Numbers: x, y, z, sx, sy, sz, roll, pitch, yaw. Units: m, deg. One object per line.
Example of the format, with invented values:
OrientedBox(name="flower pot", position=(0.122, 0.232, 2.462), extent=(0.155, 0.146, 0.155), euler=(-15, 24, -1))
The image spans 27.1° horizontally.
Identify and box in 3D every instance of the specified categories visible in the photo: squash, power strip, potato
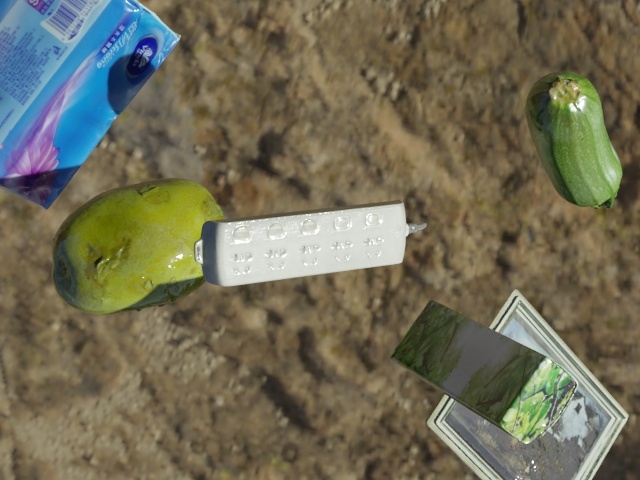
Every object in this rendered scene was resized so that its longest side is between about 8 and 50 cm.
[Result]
OrientedBox(name="squash", position=(0.239, -0.092, 1.255), extent=(0.077, 0.068, 0.219), euler=(17, 162, 30))
OrientedBox(name="power strip", position=(0.000, 0.000, 1.255), extent=(0.253, 0.027, 0.060), euler=(-7, 105, -30))
OrientedBox(name="potato", position=(-0.250, 0.008, 1.831), extent=(0.186, 0.253, 0.148), euler=(42, 157, 35))

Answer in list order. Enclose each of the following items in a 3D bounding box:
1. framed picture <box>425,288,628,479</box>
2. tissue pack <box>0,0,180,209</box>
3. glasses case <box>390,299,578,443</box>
OrientedBox(name="framed picture", position=(0.293, 0.245, 1.808), extent=(0.296, 0.232, 0.019), euler=(46, 159, -26))
OrientedBox(name="tissue pack", position=(-0.326, -0.199, 1.553), extent=(0.198, 0.146, 0.263), euler=(37, 91, 25))
OrientedBox(name="glasses case", position=(0.184, 0.150, 1.547), extent=(0.062, 0.272, 0.095), euler=(38, 86, -25))
